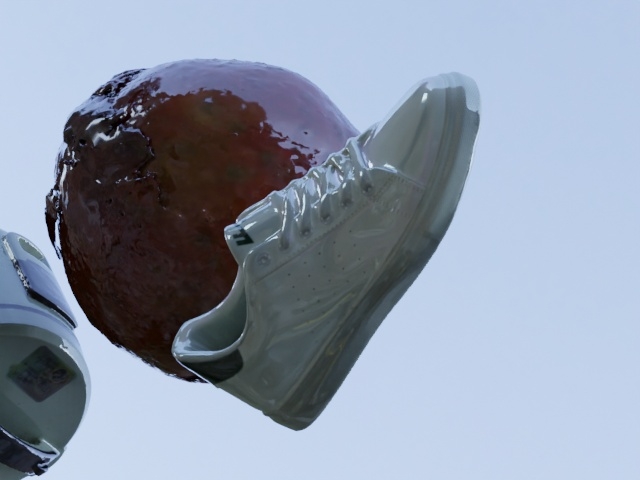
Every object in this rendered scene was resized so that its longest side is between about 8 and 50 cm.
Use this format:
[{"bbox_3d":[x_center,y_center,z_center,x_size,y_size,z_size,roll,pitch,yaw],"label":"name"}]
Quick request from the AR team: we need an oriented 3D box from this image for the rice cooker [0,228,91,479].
[{"bbox_3d":[-0.339,0.112,1.649,0.244,0.226,0.226,-120,-162,-46],"label":"rice cooker"}]

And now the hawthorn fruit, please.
[{"bbox_3d":[-0.079,-0.023,1.500,0.316,0.316,0.316,24,-41,23],"label":"hawthorn fruit"}]

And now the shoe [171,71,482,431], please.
[{"bbox_3d":[0.000,0.000,1.084,0.110,0.095,0.265,21,-68,-16],"label":"shoe"}]
